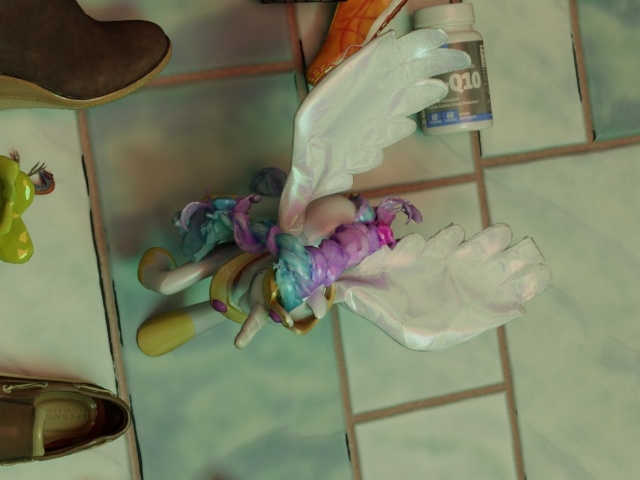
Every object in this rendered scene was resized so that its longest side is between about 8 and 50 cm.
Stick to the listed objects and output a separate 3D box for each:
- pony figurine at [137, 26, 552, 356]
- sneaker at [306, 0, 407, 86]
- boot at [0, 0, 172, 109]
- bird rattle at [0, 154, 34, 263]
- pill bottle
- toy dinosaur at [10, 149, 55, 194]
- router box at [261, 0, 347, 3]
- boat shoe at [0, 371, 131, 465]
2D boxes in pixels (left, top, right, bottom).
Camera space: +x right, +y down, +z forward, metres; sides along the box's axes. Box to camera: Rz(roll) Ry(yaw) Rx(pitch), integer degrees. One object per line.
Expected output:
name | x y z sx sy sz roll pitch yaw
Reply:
pony figurine | 0.000 0.000 1.720 0.351 0.363 0.302 -33 103 -23
sneaker | 0.033 -0.232 1.917 0.067 0.064 0.175 37 69 2
boot | -0.256 -0.222 1.698 0.248 0.090 0.207 -14 136 -19
bird rattle | -0.380 -0.058 1.611 0.253 0.143 0.207 39 64 13
pill bottle | 0.140 -0.184 1.949 0.078 0.078 0.137 -9 93 -26
toy dinosaur | -0.303 -0.055 1.765 0.082 0.047 0.090 27 111 -32
router box | -0.018 -0.308 1.876 0.092 0.038 0.122 -1 89 0
boat shoe | -0.290 0.167 1.689 0.257 0.095 0.095 -6 98 -42
